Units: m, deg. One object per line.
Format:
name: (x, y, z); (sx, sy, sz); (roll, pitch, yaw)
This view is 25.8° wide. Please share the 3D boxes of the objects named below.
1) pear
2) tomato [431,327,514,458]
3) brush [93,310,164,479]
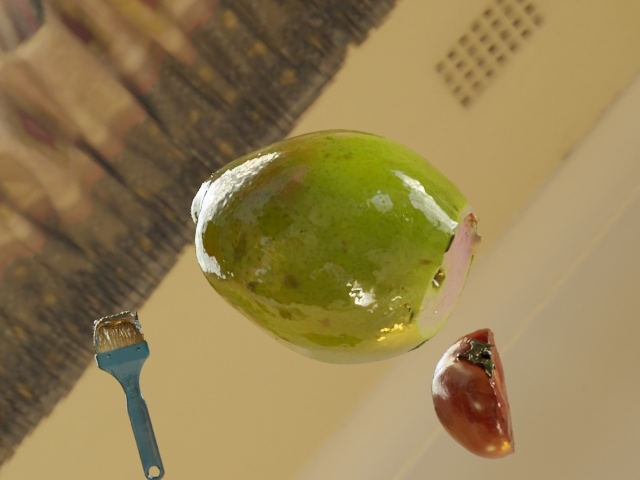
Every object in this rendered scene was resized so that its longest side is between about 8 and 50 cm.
pear: (0.000, 0.000, 1.038); (0.220, 0.187, 0.187); (17, -112, 18)
tomato: (0.179, 0.189, 1.670); (0.091, 0.139, 0.159); (-15, -142, 8)
brush: (-0.176, 0.149, 1.321); (0.051, 0.164, 0.014); (-16, 180, -10)
